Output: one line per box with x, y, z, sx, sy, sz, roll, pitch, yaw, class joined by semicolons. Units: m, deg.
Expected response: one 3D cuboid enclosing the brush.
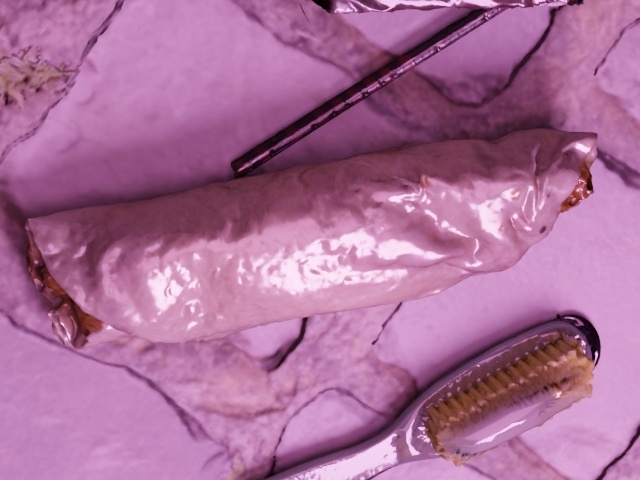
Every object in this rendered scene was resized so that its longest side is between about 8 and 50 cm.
0.081;0.147;1.239;0.297;0.060;0.068;-28;116;-3;brush

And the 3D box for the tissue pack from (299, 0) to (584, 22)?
0.059;-0.322;0.975;0.198;0.210;0.370;-8;115;-20;tissue pack

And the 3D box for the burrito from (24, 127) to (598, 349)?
0.000;0.000;1.159;0.392;0.076;0.117;-11;122;-8;burrito

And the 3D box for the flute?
0.054;-0.117;1.160;0.269;0.014;0.014;-32;114;-1;flute
